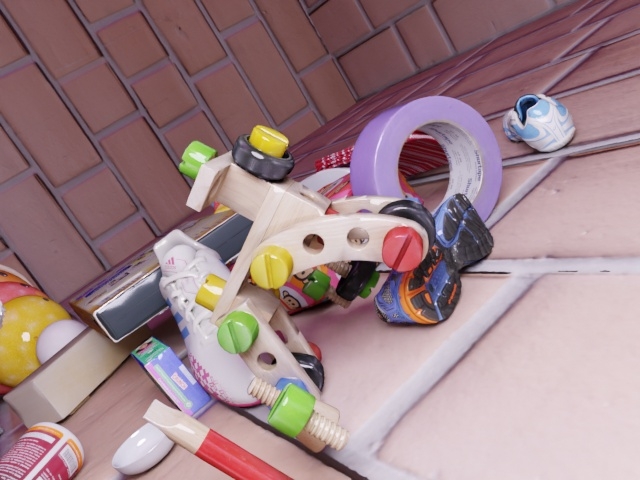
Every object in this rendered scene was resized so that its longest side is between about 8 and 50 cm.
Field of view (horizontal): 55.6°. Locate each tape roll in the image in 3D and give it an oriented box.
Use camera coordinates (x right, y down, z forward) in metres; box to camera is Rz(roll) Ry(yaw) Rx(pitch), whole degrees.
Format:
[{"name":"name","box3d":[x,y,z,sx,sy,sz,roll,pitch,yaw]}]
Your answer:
[{"name":"tape roll","box3d":[0.140,-0.091,0.806,0.189,0.189,0.080,-36,15,-16]}]

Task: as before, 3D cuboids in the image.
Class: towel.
[{"name":"towel","box3d":[0.142,-0.151,1.143,0.199,0.031,0.275,6,-12,-37]}]

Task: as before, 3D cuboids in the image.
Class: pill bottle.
[{"name":"pill bottle","box3d":[-0.366,0.302,0.739,0.086,0.086,0.152,-25,14,24]}]

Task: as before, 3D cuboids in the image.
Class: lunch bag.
[{"name":"lunch bag","box3d":[0.000,0.000,0.966,0.258,0.120,0.293,-23,16,49]}]

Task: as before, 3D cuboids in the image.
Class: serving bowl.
[{"name":"serving bowl","box3d":[-0.200,0.243,0.708,0.083,0.027,0.083,-30,13,8]}]

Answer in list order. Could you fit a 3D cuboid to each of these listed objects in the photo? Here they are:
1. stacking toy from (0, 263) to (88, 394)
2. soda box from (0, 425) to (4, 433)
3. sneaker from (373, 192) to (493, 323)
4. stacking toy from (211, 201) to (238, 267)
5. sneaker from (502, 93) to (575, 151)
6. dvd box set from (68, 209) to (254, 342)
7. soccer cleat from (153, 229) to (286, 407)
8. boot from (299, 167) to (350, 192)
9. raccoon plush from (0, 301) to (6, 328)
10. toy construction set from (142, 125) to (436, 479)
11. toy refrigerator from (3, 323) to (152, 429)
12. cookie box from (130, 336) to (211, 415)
[{"name":"stacking toy","box3d":[-0.680,0.232,1.400,0.480,0.351,0.350,2,31,32]},{"name":"soda box","box3d":[-0.773,0.410,1.228,0.286,0.091,0.098,-23,16,32]},{"name":"sneaker","box3d":[0.126,0.017,0.696,0.087,0.083,0.221,-25,12,45]},{"name":"stacking toy","box3d":[-0.201,-0.008,1.390,0.165,0.175,0.302,-27,26,31]},{"name":"sneaker","box3d":[0.342,-0.202,0.983,0.085,0.086,0.237,-31,12,10]},{"name":"dvd box set","box3d":[-0.298,0.053,1.121,0.307,0.062,0.420,-38,14,-24]},{"name":"soccer cleat","box3d":[-0.148,0.087,0.779,0.116,0.143,0.331,-37,31,-10]},{"name":"boot","box3d":[-0.010,-0.088,1.206,0.258,0.095,0.123,-17,11,25]},{"name":"raccoon plush","box3d":[-0.504,0.253,0.847,0.446,0.216,0.299,-50,13,1]},{"name":"toy construction set","box3d":[-0.062,0.043,0.562,0.257,0.237,0.309,-53,7,46]},{"name":"toy refrigerator","box3d":[-0.444,0.233,1.146,0.102,0.094,0.269,-28,12,29]},{"name":"cookie box","box3d":[-0.200,0.178,0.803,0.040,0.092,0.107,-40,16,-22]}]
